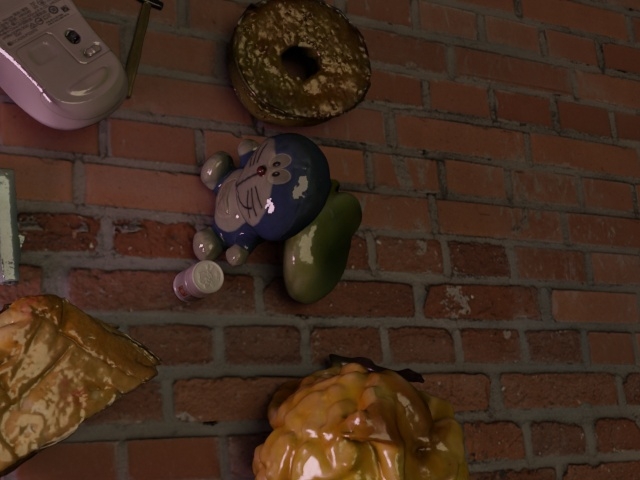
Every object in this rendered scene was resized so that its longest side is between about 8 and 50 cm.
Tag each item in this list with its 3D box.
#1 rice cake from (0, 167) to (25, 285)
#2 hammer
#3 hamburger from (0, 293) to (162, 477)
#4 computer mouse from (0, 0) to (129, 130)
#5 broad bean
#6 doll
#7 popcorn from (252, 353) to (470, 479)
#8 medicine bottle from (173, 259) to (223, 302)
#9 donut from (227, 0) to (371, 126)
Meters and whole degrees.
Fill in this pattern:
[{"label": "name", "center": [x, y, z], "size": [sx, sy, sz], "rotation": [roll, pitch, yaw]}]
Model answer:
[{"label": "rice cake", "center": [-0.473, -0.022, 1.462], "size": [0.042, 0.030, 0.180], "rotation": [0, 78, -35]}, {"label": "hammer", "center": [-0.317, -0.334, 1.649], "size": [0.062, 0.013, 0.198], "rotation": [19, 68, -25]}, {"label": "hamburger", "center": [-0.409, 0.189, 1.367], "size": [0.330, 0.162, 0.209], "rotation": [-32, 92, -31]}, {"label": "computer mouse", "center": [-0.433, -0.294, 1.509], "size": [0.297, 0.121, 0.184], "rotation": [43, 61, 2]}, {"label": "broad bean", "center": [0.000, 0.000, 1.679], "size": [0.169, 0.100, 0.228], "rotation": [31, 64, -58]}, {"label": "doll", "center": [-0.092, -0.072, 1.569], "size": [0.154, 0.258, 0.228], "rotation": [17, 66, -26]}, {"label": "popcorn", "center": [0.066, 0.334, 1.554], "size": [0.349, 0.349, 0.381], "rotation": [22, 41, -24]}, {"label": "medicine bottle", "center": [-0.199, 0.067, 1.567], "size": [0.057, 0.089, 0.057], "rotation": [8, 72, -28]}, {"label": "donut", "center": [-0.049, -0.316, 1.756], "size": [0.272, 0.107, 0.272], "rotation": [8, 70, -24]}]
